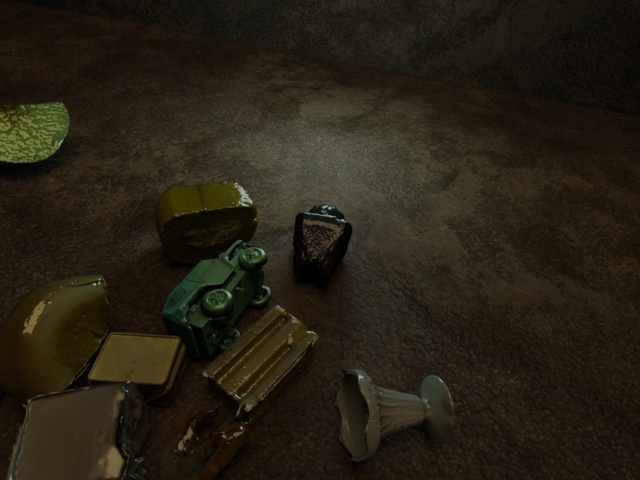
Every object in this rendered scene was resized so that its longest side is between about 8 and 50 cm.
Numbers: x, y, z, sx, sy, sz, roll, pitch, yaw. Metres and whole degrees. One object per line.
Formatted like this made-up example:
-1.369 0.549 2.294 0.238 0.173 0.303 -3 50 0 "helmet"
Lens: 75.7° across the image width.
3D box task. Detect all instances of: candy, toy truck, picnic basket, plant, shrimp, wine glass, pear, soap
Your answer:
-0.389 0.347 0.681 0.195 0.137 0.185 -6 44 -16 "candy"
-0.228 0.127 0.951 0.156 0.155 0.279 14 41 16 "toy truck"
-0.360 0.255 0.826 0.164 0.080 0.115 5 43 2 "picnic basket"
0.000 0.000 1.148 0.164 0.142 0.256 10 45 2 "plant"
-0.209 0.357 0.741 0.187 0.052 0.132 -34 63 -14 "shrimp"
0.143 0.330 0.798 0.196 0.165 0.165 2 42 -14 "wine glass"
-0.944 -0.310 1.315 0.288 0.139 0.239 -18 64 -34 "pear"
-0.122 0.259 0.882 0.135 0.076 0.233 31 46 21 "soap"

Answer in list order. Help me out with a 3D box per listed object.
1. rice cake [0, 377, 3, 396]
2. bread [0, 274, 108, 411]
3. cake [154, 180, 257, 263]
-0.665 0.322 0.722 0.127 0.043 0.237 10 41 -2 "rice cake"
-0.526 0.173 0.795 0.158 0.156 0.261 -9 39 27 "bread"
-0.304 -0.049 1.112 0.260 0.179 0.156 -9 45 -25 "cake"
